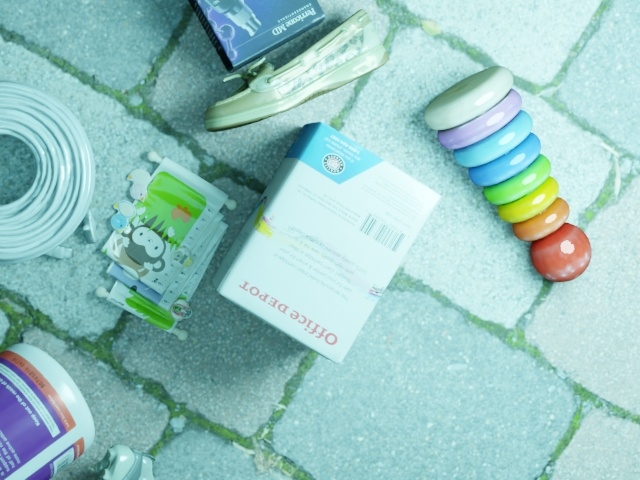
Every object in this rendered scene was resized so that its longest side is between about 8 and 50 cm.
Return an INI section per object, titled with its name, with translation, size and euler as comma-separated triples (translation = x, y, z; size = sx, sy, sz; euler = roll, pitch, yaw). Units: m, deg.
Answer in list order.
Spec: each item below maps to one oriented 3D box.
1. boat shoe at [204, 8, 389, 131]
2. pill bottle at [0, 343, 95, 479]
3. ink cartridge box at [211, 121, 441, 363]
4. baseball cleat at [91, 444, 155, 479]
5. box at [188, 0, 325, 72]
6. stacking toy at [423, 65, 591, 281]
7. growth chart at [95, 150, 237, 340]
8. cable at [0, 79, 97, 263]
[boat shoe]
translation = -0.044, -0.235, 1.910
size = 0.285, 0.104, 0.089
euler = -26, 98, -15
[pill bottle]
translation = -0.473, 0.291, 1.791
size = 0.323, 0.181, 0.181
euler = -37, 98, -31
[ink cartridge box]
translation = 0.000, 0.000, 1.878
size = 0.198, 0.197, 0.270
euler = 32, 89, -8
[baseball cleat]
translation = -0.301, 0.393, 1.929
size = 0.109, 0.072, 0.206
euler = 23, 105, -29
[box]
translation = -0.110, -0.362, 1.888
size = 0.153, 0.108, 0.207
euler = -31, 96, -5
[stacking toy]
translation = 0.286, -0.081, 1.954
size = 0.141, 0.141, 0.330
euler = -32, 103, -4
[growth chart]
translation = -0.228, 0.005, 1.940
size = 0.172, 0.021, 0.237
euler = 23, 90, -7
[cable]
translation = -0.444, -0.095, 1.871
size = 0.257, 0.089, 0.257
euler = -3, 94, -7
